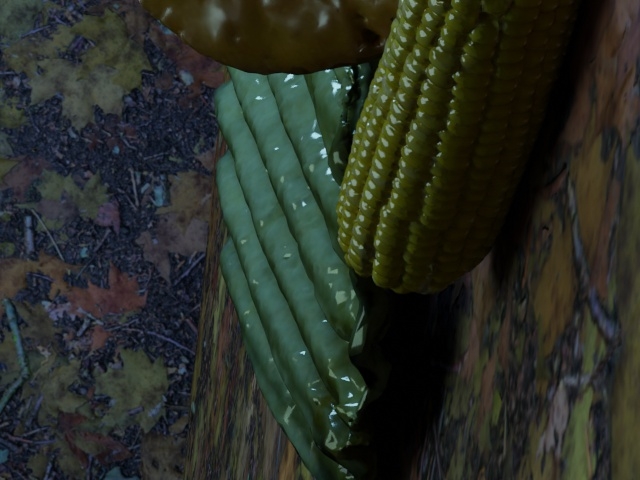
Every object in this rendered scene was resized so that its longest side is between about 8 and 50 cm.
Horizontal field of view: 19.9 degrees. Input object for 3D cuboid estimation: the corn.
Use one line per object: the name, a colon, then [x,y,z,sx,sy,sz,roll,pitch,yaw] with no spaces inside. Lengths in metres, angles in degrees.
corn: [0.070,-0.072,0.935,0.244,0.093,0.093,106,168,-46]

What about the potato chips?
potato chips: [-0.011,-0.017,1.268,0.429,0.070,0.358,-112,22,-52]

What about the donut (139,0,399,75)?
donut: [0.008,-0.226,1.012,0.108,0.277,0.277,-16,-60,-55]

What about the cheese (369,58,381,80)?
cheese: [0.047,-0.145,1.243,0.163,0.071,0.249,100,169,-46]
